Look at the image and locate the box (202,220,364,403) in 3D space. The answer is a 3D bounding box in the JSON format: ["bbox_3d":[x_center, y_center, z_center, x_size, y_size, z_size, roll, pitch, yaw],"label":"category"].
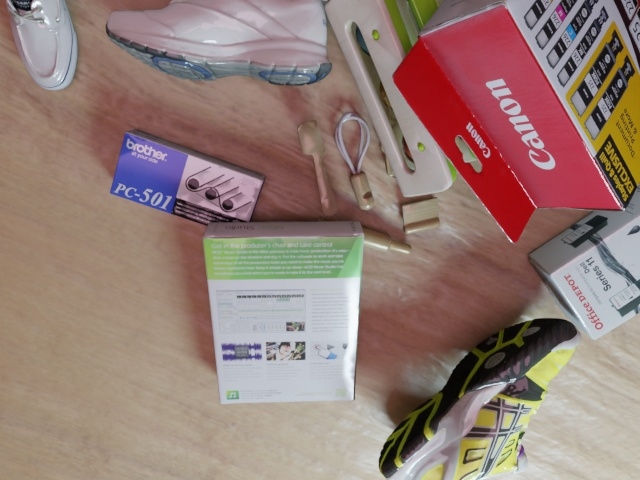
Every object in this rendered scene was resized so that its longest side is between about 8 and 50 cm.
[{"bbox_3d":[-0.054,0.122,0.813,0.232,0.058,0.322,0,119,-3],"label":"box"}]

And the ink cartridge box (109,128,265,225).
[{"bbox_3d":[-0.196,-0.084,0.767,0.207,0.046,0.097,19,107,-8],"label":"ink cartridge box"}]

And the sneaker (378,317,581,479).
[{"bbox_3d":[0.274,0.278,0.826,0.384,0.145,0.147,-43,89,3],"label":"sneaker"}]

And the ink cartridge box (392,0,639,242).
[{"bbox_3d":[0.274,-0.184,0.616,0.309,0.130,0.272,44,72,-26],"label":"ink cartridge box"}]

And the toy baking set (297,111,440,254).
[{"bbox_3d":[0.074,-0.086,0.784,0.256,0.030,0.197,12,101,-13],"label":"toy baking set"}]

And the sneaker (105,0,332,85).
[{"bbox_3d":[-0.131,-0.284,0.686,0.297,0.111,0.129,2,94,-7],"label":"sneaker"}]

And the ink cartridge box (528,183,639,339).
[{"bbox_3d":[0.465,0.034,0.805,0.208,0.087,0.153,-37,105,11],"label":"ink cartridge box"}]

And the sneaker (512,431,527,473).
[{"bbox_3d":[0.254,0.351,0.911,0.236,0.095,0.105,0,102,-7],"label":"sneaker"}]

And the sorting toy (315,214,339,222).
[{"bbox_3d":[0.000,0.000,0.819,0.083,0.012,0.062,-32,107,8],"label":"sorting toy"}]

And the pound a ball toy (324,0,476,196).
[{"bbox_3d":[0.158,-0.206,0.708,0.208,0.135,0.319,-33,105,-27],"label":"pound a ball toy"}]

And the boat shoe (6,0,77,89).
[{"bbox_3d":[-0.380,-0.314,0.668,0.083,0.076,0.226,-1,109,-1],"label":"boat shoe"}]
